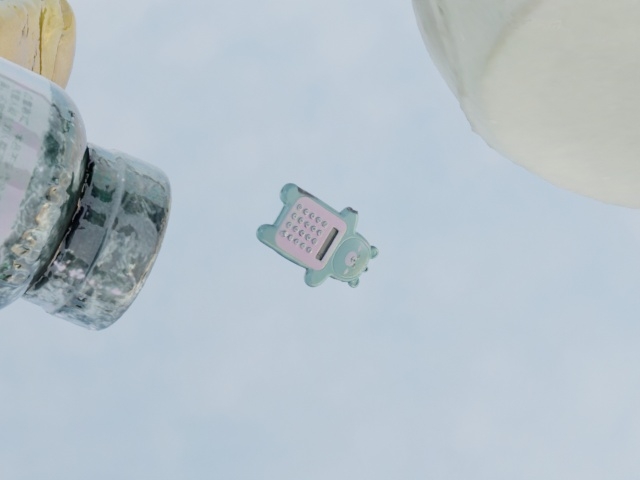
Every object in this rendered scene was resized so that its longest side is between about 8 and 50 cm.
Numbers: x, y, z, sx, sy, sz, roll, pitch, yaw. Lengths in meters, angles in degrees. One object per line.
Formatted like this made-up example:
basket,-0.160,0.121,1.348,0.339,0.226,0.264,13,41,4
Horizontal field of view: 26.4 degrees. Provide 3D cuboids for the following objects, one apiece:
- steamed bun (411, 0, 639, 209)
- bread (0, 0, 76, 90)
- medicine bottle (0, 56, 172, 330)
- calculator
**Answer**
steamed bun,0.139,-0.107,0.383,0.232,0.232,0.145,-1,-112,5
bread,-0.352,-0.179,1.392,0.132,0.166,0.294,14,-164,10
medicine bottle,-0.227,-0.047,0.718,0.293,0.141,0.141,24,-125,-24
calculator,0.000,0.000,1.415,0.094,0.141,0.019,-60,-148,-3
